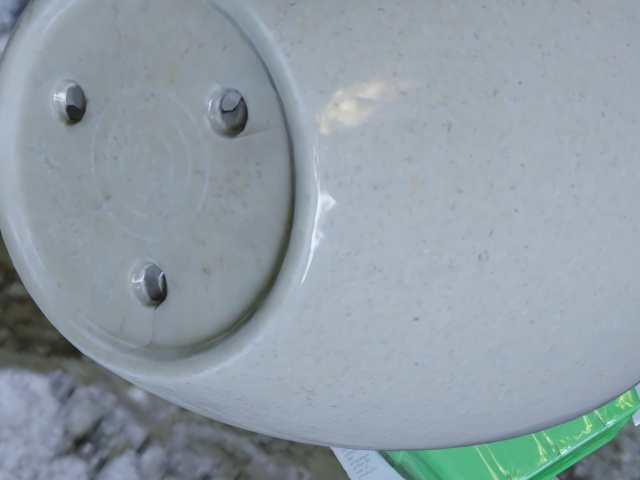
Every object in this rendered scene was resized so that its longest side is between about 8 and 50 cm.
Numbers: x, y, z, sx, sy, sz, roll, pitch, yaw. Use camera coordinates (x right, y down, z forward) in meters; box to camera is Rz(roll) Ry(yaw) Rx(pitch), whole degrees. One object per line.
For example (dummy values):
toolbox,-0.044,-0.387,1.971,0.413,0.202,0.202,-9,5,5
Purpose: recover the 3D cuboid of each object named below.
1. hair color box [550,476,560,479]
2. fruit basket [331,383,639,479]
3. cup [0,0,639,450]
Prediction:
hair color box,0.346,0.455,1.826,0.110,0.339,0.185,-41,-161,31
fruit basket,0.119,0.084,1.345,0.327,0.353,0.165,-30,154,-16
cup,-0.003,-0.043,0.630,0.237,0.331,0.331,-15,149,-55
